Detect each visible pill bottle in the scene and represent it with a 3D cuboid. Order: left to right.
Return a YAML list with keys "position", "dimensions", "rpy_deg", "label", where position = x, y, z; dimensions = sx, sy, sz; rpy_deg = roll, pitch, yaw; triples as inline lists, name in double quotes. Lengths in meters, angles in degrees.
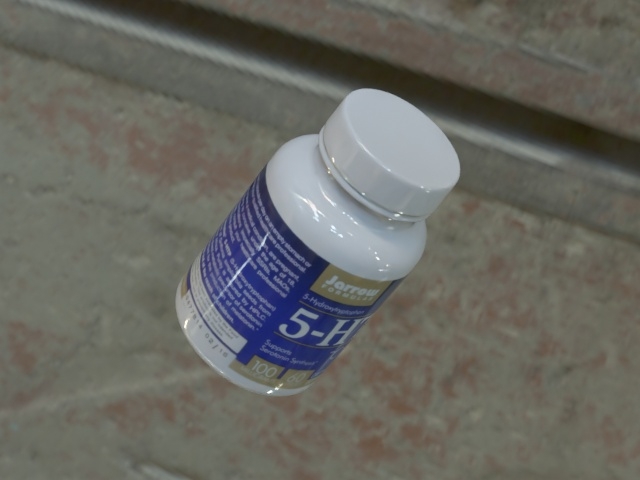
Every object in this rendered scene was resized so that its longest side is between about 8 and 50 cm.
- position: [0.000, 0.000, 0.996]
  dimensions: [0.112, 0.112, 0.187]
  rpy_deg: [35, 124, -5]
  label: "pill bottle"
